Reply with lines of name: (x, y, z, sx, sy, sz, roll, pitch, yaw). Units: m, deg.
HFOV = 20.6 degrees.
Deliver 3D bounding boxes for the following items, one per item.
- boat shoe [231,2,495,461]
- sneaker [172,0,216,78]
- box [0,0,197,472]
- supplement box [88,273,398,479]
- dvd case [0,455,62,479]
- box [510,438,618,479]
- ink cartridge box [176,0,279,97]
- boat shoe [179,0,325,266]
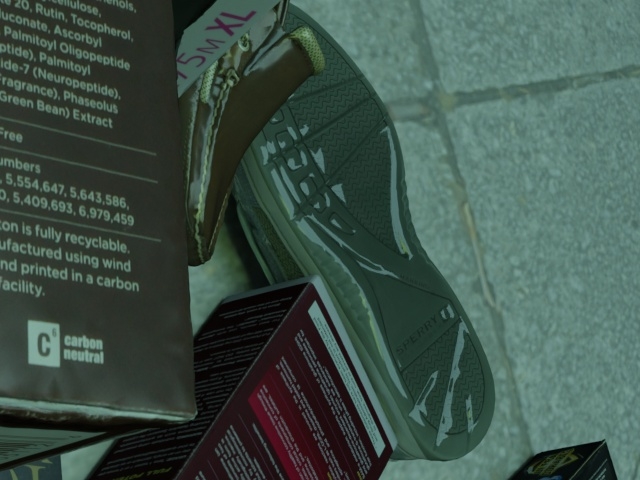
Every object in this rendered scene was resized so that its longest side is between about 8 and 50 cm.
boat shoe: (0.002, 0.000, 1.135, 0.118, 0.103, 0.320, -36, 102, -40)
sneaker: (-0.091, -0.066, 0.836, 0.083, 0.222, 0.118, -12, 75, -47)
box: (-0.170, -0.094, 0.740, 0.143, 0.191, 0.381, 11, 68, -44)
supplement box: (-0.043, 0.136, 1.000, 0.130, 0.073, 0.239, 65, 29, -18)
dvd case: (-0.180, 0.091, 0.836, 0.164, 0.018, 0.221, 19, 61, -57)
box: (0.187, 0.335, 1.320, 0.295, 0.073, 0.293, -29, 104, -61)
ink cartridge box: (-0.085, -0.248, 0.943, 0.065, 0.186, 0.311, 10, 55, -39)
boat shoe: (-0.046, -0.107, 1.016, 0.095, 0.095, 0.257, 76, 19, -73)
